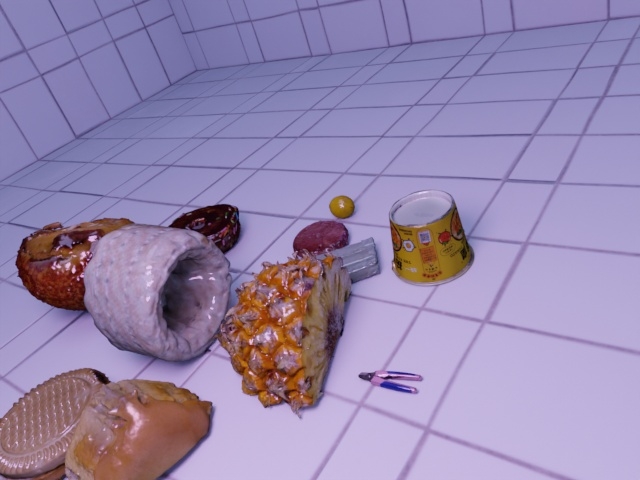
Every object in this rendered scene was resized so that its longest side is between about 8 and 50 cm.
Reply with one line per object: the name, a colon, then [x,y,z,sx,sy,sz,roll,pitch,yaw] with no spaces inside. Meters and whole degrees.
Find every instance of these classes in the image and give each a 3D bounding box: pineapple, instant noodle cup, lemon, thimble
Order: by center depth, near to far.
pineapple: [-0.118,0.135,1.030,0.286,0.209,0.344,-5,35,22]
thimble: [-0.329,0.103,1.128,0.195,0.291,0.291,7,39,26]
instant noodle cup: [0.227,-0.014,1.139,0.182,0.144,0.182,-14,32,9]
lemon: [0.056,-0.090,1.428,0.083,0.062,0.062,8,40,43]

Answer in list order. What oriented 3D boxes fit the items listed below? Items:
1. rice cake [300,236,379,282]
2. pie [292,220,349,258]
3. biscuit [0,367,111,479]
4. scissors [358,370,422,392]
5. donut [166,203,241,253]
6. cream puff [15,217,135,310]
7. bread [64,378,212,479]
rice cake: [0.030,0.063,1.226,0.211,0.038,0.124,-15,31,8]
pie: [0.000,0.000,1.342,0.155,0.036,0.154,-14,32,9]
biscuit: [-0.516,0.355,1.026,0.259,0.079,0.259,-14,31,9]
scissors: [0.118,0.241,0.926,0.113,0.012,0.039,2,37,31]
donut: [-0.328,-0.017,1.494,0.235,0.089,0.235,-13,32,8]
cream puff: [-0.608,0.065,1.385,0.351,0.228,0.350,-7,10,1]
bread: [-0.321,0.312,0.919,0.174,0.133,0.252,14,39,43]
